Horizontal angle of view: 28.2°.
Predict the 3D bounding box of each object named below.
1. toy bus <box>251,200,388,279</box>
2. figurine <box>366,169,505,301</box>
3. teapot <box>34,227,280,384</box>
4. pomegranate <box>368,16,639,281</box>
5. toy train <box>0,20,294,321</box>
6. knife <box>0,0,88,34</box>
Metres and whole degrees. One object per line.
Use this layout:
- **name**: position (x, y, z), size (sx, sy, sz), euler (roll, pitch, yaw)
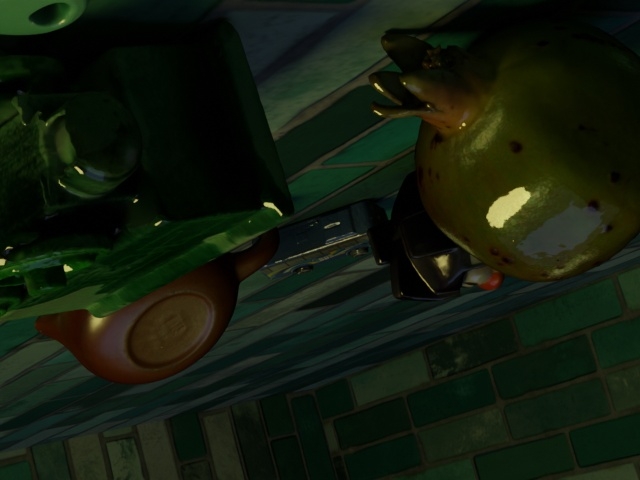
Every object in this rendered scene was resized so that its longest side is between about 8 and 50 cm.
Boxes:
- **toy bus**: position (0.000, 0.000, 1.427), size (0.153, 0.051, 0.061), euler (-18, 163, 17)
- **figurine**: position (0.189, -0.032, 1.276), size (0.308, 0.143, 0.308), euler (-18, 152, -10)
- **teapot**: position (-0.158, 0.037, 1.248), size (0.252, 0.135, 0.178), euler (-31, 144, -16)
- **pomegranate**: position (0.146, -0.066, 0.918), size (0.198, 0.198, 0.246), euler (-24, 164, 38)
- **toy train**: position (-0.171, -0.029, 0.801), size (0.202, 0.145, 0.266), euler (-10, 169, -43)
- **knife**: position (-0.223, -0.122, 0.565), size (0.260, 0.034, 0.063), euler (-3, 160, -36)
